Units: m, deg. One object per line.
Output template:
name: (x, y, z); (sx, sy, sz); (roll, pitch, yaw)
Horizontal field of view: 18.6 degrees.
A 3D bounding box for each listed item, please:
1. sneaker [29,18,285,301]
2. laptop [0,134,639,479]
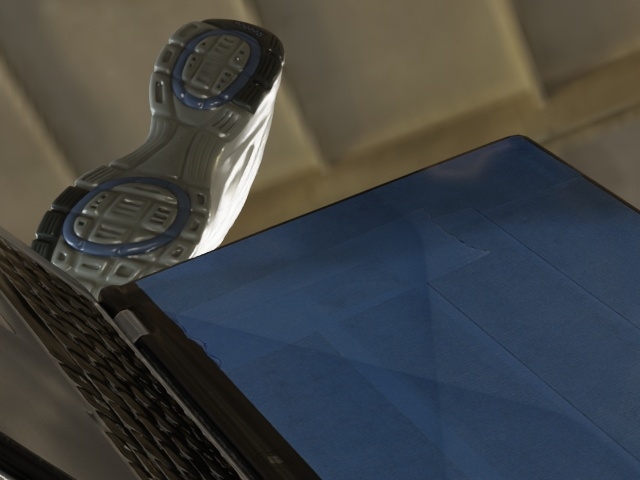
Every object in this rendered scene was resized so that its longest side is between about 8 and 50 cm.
sneaker: (-0.103, -0.019, 1.376); (0.111, 0.297, 0.129); (21, -34, 19)
laptop: (0.000, 0.000, 0.839); (0.236, 0.382, 0.408); (-50, -53, 0)
